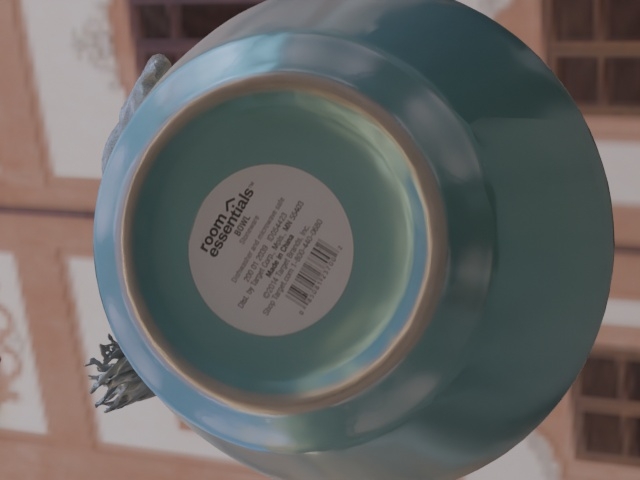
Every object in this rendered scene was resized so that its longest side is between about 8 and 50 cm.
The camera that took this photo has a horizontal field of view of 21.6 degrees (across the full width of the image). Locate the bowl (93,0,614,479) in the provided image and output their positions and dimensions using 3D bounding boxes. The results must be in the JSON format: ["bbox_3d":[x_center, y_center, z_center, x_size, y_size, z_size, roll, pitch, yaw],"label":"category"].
[{"bbox_3d":[0.000,0.000,0.931,0.163,0.312,0.311,-1,-86,-75],"label":"bowl"}]

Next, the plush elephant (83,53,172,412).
[{"bbox_3d":[-0.071,-0.028,1.385,0.330,0.272,0.255,-18,-91,-19],"label":"plush elephant"}]
